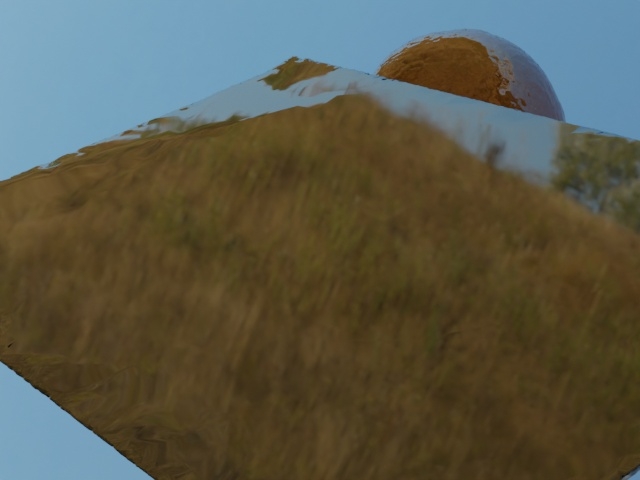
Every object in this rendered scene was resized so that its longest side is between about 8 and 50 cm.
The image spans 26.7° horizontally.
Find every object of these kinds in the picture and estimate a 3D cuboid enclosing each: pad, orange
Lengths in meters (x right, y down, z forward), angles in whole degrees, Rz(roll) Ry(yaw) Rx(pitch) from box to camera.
[{"bbox_3d":[0.000,0.000,0.503,0.247,0.007,0.367,-28,-150,-29],"label":"pad"},{"bbox_3d":[0.107,-0.068,1.088,0.206,0.206,0.206,-23,-125,37],"label":"orange"}]
